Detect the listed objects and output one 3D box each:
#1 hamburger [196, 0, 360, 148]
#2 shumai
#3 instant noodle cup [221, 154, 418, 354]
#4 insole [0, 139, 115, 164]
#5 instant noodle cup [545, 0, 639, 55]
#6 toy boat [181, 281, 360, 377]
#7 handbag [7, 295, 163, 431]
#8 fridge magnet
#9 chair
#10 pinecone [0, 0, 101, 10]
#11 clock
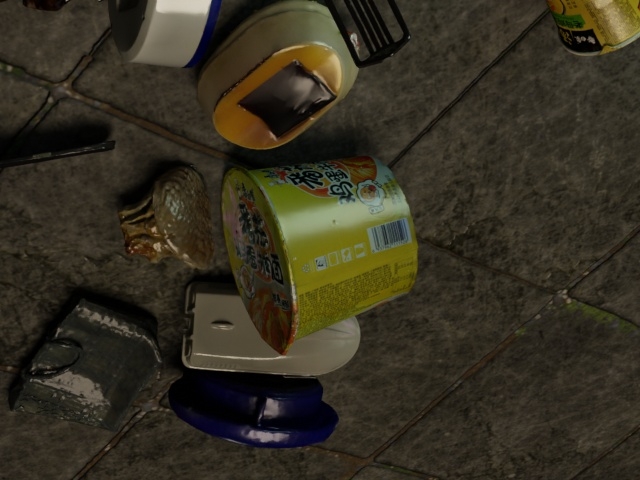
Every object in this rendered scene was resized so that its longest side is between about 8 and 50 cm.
[{"bbox_3d":[-0.053,-0.206,1.777,0.173,0.116,0.210,30,124,-34],"label":"hamburger"},{"bbox_3d":[-0.214,-0.027,1.924,0.116,0.145,0.145,-11,146,25],"label":"shumai"},{"bbox_3d":[0.000,0.000,1.940,0.200,0.264,0.264,-16,141,-19],"label":"instant noodle cup"},{"bbox_3d":[-0.409,-0.097,1.778,0.310,0.012,0.110,-10,180,-14],"label":"insole"},{"bbox_3d":[0.341,-0.325,1.787,0.151,0.151,0.122,-33,127,15],"label":"instant noodle cup"},{"bbox_3d":[-0.081,0.138,2.141,0.270,0.140,0.140,7,133,-29],"label":"toy boat"},{"bbox_3d":[-0.349,0.187,2.127,0.175,0.088,0.270,17,129,-27],"label":"handbag"},{"bbox_3d":[-0.102,0.248,2.186,0.266,0.265,0.112,6,101,-29],"label":"fridge magnet"},{"bbox_3d":[0.024,-0.301,1.613,0.084,0.212,0.101,-30,140,12],"label":"chair"},{"bbox_3d":[-0.283,-0.368,1.372,0.242,0.298,0.296,-45,159,-27],"label":"pinecone"},{"bbox_3d":[-0.168,-0.302,1.519,0.083,0.230,0.230,3,135,-20],"label":"clock"}]
